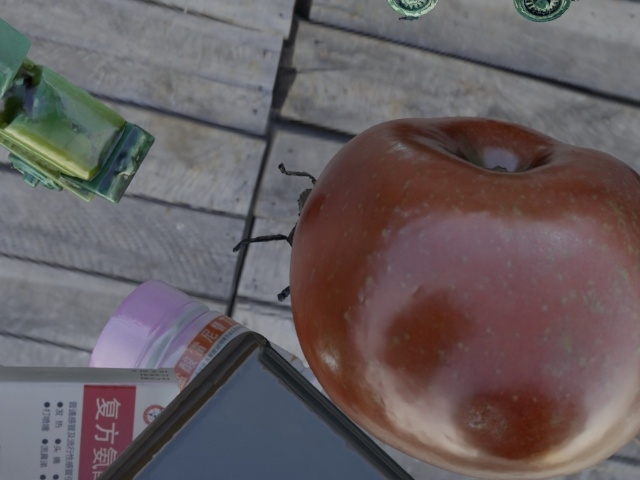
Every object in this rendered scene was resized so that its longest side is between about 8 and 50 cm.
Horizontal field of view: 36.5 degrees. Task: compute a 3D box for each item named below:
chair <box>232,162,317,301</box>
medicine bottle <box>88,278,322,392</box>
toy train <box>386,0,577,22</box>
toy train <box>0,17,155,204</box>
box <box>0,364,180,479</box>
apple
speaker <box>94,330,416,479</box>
[{"bbox_3d":[0.000,0.000,1.389,0.149,0.174,0.213,-55,152,15],"label":"chair"},{"bbox_3d":[-0.175,0.215,1.506,0.315,0.202,0.202,28,119,13],"label":"medicine bottle"},{"bbox_3d":[0.161,-0.306,0.972,0.253,0.105,0.157,7,141,14],"label":"toy train"},{"bbox_3d":[-0.401,-0.182,1.294,0.397,0.253,0.160,37,78,-40],"label":"toy train"},{"bbox_3d":[-0.283,0.318,1.111,0.214,0.069,0.353,3,104,-15],"label":"box"},{"bbox_3d":[0.145,0.040,0.858,0.348,0.348,0.277,3,113,-2],"label":"apple"},{"bbox_3d":[-0.060,0.185,0.540,0.153,0.192,0.231,42,152,5],"label":"speaker"}]
